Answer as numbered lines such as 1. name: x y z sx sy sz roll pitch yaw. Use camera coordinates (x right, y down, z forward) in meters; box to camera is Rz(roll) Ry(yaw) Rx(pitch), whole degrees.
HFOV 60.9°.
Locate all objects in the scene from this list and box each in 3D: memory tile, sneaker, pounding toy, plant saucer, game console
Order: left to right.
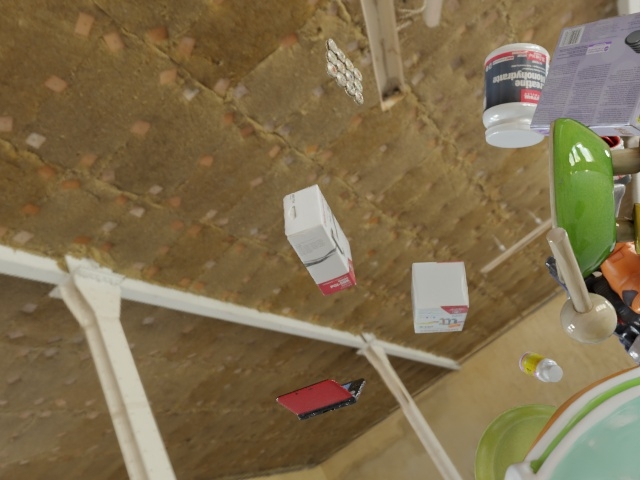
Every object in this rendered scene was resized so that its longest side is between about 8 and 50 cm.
1. game console: 0.003 0.311 1.133 0.144 0.085 0.124 -26 7 26
2. memory tile: 0.059 -0.399 1.294 0.012 0.113 0.148 -20 -35 32
3. plant saucer: 0.376 0.394 0.899 0.241 0.241 0.037 -46 -34 23
4. sneaker: 0.834 -0.276 1.632 0.090 0.270 0.145 -23 -63 13
5. pounding toy: 0.305 -0.027 0.568 0.110 0.236 0.183 -4 -46 27

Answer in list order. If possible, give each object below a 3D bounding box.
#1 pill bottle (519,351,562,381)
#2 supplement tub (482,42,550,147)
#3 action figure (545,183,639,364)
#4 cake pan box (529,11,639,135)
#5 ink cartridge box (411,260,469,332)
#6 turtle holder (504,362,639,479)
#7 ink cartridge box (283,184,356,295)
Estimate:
1. pill bottle: 0.414 0.239 1.020 0.043 0.043 0.083 -26 7 -10
2. supplement tub: 0.597 -0.439 1.666 0.191 0.272 0.191 4 -8 1
3. action figure: 0.496 0.087 0.796 0.179 0.341 0.330 -40 -32 8
4. cake pan box: 0.594 -0.346 1.162 0.070 0.267 0.245 19 -91 -29
5. ink cartridge box: 0.299 0.148 1.388 0.128 0.127 0.176 -4 -28 7
6. turtle holder: 0.267 0.241 0.366 0.228 0.320 0.243 -9 -17 1
7. ink cartridge box: 0.000 0.000 0.814 0.056 0.099 0.135 -21 -49 12
